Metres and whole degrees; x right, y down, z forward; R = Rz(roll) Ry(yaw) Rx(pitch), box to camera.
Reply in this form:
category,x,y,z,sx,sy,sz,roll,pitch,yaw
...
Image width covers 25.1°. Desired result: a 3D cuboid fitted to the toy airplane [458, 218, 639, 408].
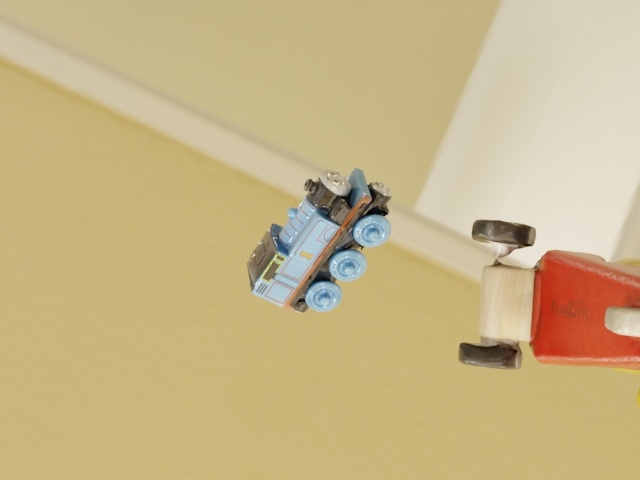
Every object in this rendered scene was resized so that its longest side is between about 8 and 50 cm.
category,x,y,z,sx,sy,sz,roll,pitch,yaw
toy airplane,0.308,0.067,1.223,0.384,0.272,0.386,-100,-157,-44

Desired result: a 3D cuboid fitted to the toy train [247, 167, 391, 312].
category,x,y,z,sx,sy,sz,roll,pitch,yaw
toy train,0.000,0.000,1.581,0.184,0.105,0.080,-54,-153,24
